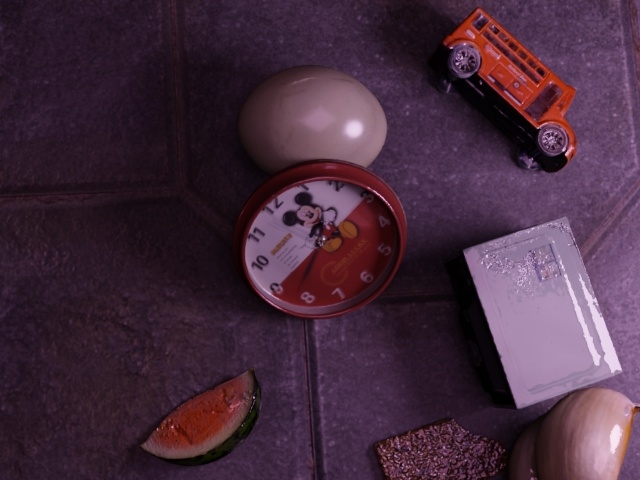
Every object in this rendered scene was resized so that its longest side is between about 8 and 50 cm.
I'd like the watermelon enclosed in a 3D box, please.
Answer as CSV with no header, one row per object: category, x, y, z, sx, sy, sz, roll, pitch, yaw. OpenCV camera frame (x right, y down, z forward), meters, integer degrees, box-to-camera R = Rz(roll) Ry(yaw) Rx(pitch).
watermelon,-0.199,0.331,1.845,0.245,0.063,0.119,-35,69,-5

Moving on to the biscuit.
biscuit,0.227,0.399,1.897,0.236,0.026,0.131,-17,86,-8

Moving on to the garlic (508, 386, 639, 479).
garlic,0.453,0.406,1.805,0.249,0.286,0.313,35,69,-20

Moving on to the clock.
clock,0.000,0.000,1.841,0.318,0.080,0.319,-4,120,-6

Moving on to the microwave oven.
microwave oven,0.378,0.134,1.874,0.237,0.181,0.295,-18,84,-7

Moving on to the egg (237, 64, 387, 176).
egg,-0.015,-0.207,1.858,0.269,0.219,0.219,-2,82,-12

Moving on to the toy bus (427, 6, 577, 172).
toy bus,0.365,-0.279,1.952,0.329,0.143,0.153,43,80,2
